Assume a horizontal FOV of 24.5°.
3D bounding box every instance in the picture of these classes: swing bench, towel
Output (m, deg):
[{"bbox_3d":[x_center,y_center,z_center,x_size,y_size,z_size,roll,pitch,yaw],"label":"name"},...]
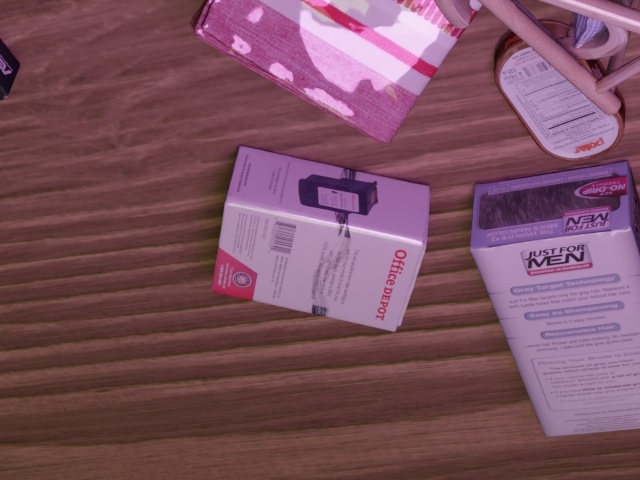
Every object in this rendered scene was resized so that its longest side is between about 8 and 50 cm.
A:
[{"bbox_3d":[0.223,-0.289,1.269,0.255,0.253,0.165,26,157,-17],"label":"swing bench"},{"bbox_3d":[0.057,-0.276,1.402,0.237,0.037,0.329,28,109,-20],"label":"towel"}]

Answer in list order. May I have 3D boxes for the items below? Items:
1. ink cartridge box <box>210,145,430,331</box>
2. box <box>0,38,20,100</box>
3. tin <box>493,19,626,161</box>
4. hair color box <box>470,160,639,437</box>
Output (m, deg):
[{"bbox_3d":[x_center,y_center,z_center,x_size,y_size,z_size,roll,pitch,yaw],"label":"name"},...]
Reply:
[{"bbox_3d":[0.000,0.000,1.772,0.237,0.100,0.172,12,138,-1],"label":"ink cartridge box"},{"bbox_3d":[-0.510,-0.221,1.657,0.270,0.060,0.216,-13,134,23],"label":"box"},{"bbox_3d":[0.259,-0.158,1.598,0.106,0.040,0.189,-16,132,32],"label":"tin"},{"bbox_3d":[0.320,0.083,1.793,0.185,0.113,0.374,-8,136,19],"label":"hair color box"}]
